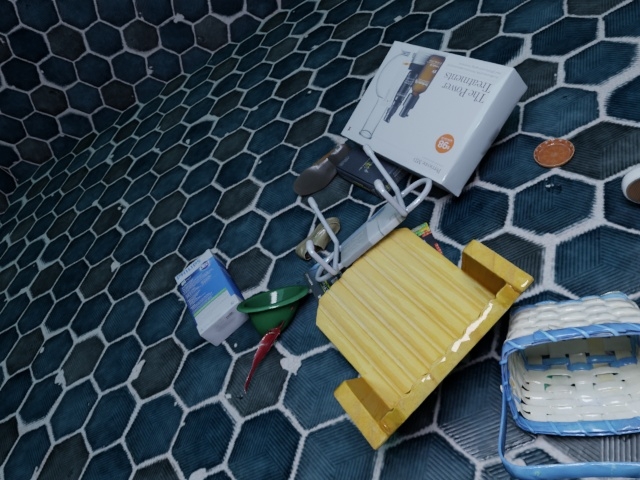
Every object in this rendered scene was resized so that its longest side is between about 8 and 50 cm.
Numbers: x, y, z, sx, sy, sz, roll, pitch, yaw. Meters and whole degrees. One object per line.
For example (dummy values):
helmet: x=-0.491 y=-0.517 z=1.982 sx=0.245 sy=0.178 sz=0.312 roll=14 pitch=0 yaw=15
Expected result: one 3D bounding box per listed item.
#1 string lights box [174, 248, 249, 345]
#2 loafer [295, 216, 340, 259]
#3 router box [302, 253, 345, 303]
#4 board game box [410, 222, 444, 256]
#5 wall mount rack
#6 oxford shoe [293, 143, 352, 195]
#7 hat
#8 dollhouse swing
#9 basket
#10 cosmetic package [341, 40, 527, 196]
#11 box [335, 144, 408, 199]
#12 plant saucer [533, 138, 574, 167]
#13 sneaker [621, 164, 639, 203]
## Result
string lights box: x=-0.301 y=0.150 z=1.276 sx=0.133 sy=0.077 sz=0.260 roll=-40 pitch=44 yaw=-2
loafer: x=0.000 y=0.000 z=1.219 sx=0.148 sy=0.056 sz=0.050 roll=-44 pitch=44 yaw=9
router box: x=0.021 y=0.102 z=1.131 sx=0.092 sy=0.038 sz=0.122 roll=-37 pitch=44 yaw=3
board game box: x=0.196 y=0.055 z=1.048 sx=0.170 sy=0.048 sz=0.141 roll=-28 pitch=44 yaw=11
wall mount rack: x=0.079 y=-0.075 z=1.071 sx=0.350 sy=0.130 sz=0.304 roll=-41 pitch=17 yaw=18
oxford shoe: x=0.008 y=-0.211 z=1.386 sx=0.212 sy=0.076 sz=0.076 roll=-37 pitch=14 yaw=6
hat: x=-0.106 y=0.226 z=1.123 sx=0.208 sy=0.184 sz=0.173 roll=-15 pitch=7 yaw=-8
dollhouse swing: x=0.135 y=0.120 z=0.850 sx=0.347 sy=0.315 sz=0.305 roll=-46 pitch=68 yaw=1
basket: x=0.391 y=0.212 z=0.661 sx=0.254 sy=0.201 sz=0.289 roll=-12 pitch=19 yaw=26
cosmetic package: x=0.256 y=-0.313 z=1.130 sx=0.377 sy=0.097 sz=0.285 roll=39 pitch=103 yaw=44
box: x=0.181 y=-0.241 z=1.288 sx=0.233 sy=0.059 sz=0.183 roll=-47 pitch=46 yaw=-7
plant saucer: x=0.536 y=-0.199 z=1.054 sx=0.083 sy=0.013 sz=0.084 roll=-18 pitch=48 yaw=21
sneaker: x=0.704 y=-0.151 z=0.856 sx=0.289 sy=0.106 sz=0.123 roll=-15 pitch=39 yaw=13
